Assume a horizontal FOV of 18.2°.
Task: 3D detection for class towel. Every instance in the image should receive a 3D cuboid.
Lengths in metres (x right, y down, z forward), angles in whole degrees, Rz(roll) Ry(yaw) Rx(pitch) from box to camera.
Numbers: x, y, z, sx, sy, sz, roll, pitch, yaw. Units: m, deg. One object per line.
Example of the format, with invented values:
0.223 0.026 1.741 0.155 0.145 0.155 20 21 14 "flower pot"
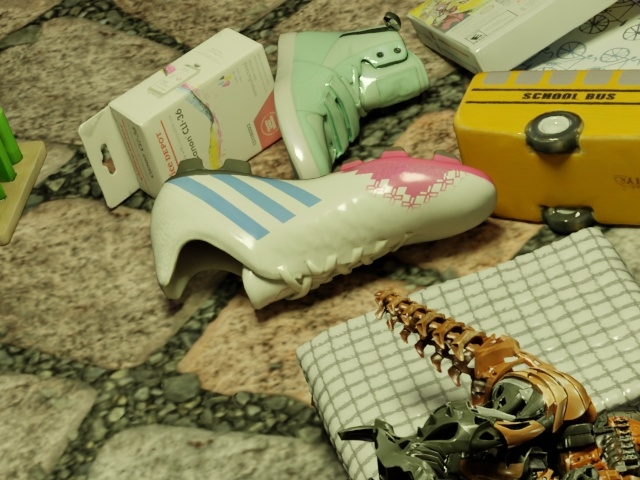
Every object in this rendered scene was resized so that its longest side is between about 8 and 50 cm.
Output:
0.146 0.129 1.607 0.283 0.121 0.235 -22 35 -3 "towel"

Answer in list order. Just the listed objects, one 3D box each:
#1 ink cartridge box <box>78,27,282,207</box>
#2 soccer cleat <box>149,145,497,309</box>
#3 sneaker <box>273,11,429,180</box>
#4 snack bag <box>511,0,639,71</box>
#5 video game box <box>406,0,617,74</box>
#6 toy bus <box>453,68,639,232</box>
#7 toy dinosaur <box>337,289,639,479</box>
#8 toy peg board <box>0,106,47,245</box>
-0.137 -0.113 2.029 0.198 0.115 0.067 -35 41 -20 "ink cartridge box"
0.000 0.000 1.855 0.331 0.116 0.143 -2 63 16 "soccer cleat"
0.034 -0.142 2.014 0.151 0.094 0.256 -9 39 6 "sneaker"
0.378 -0.217 2.017 0.342 0.037 0.323 15 47 36 "snack bag"
0.213 -0.253 2.069 0.205 0.048 0.187 -33 28 -6 "video game box"
0.293 -0.085 1.825 0.332 0.108 0.130 1 39 24 "toy bus"
0.135 0.163 1.419 0.218 0.164 0.322 -25 34 -21 "toy dinosaur"
-0.393 -0.069 2.106 0.160 0.079 0.161 -5 38 16 "toy peg board"
